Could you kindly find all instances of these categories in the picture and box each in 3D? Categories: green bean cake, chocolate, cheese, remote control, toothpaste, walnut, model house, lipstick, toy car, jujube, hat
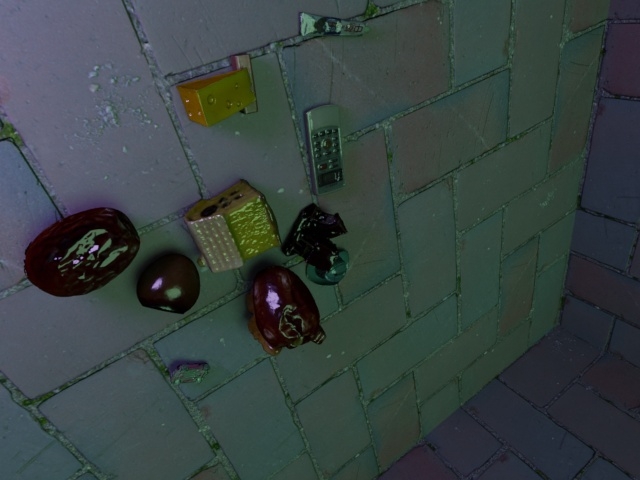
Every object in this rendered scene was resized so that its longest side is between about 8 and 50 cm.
[{"bbox_3d":[-0.051,0.308,1.516,0.135,0.135,0.056,34,94,-42],"label":"green bean cake"},{"bbox_3d":[-0.418,0.117,1.160,0.176,0.177,0.177,-16,121,-29],"label":"chocolate"},{"bbox_3d":[-0.247,-0.366,1.047,0.171,0.126,0.093,-32,128,-23],"label":"cheese"},{"bbox_3d":[0.018,-0.286,1.329,0.123,0.038,0.285,-20,123,-25],"label":"remote control"},{"bbox_3d":[0.045,-0.609,1.187,0.233,0.038,0.060,-11,117,-28],"label":"toothpaste"},{"bbox_3d":[-0.135,0.226,1.358,0.244,0.269,0.221,-29,163,28],"label":"walnut"},{"bbox_3d":[-0.004,-0.007,1.374,0.141,0.164,0.203,14,102,-44],"label":"model house"},{"bbox_3d":[-0.201,-0.415,1.103,0.045,0.045,0.145,-19,123,-24],"label":"lipstick"},{"bbox_3d":[-0.429,0.432,1.364,0.142,0.055,0.069,16,111,-50],"label":"toy car"},{"bbox_3d":[-0.561,0.030,0.984,0.243,0.183,0.183,-30,128,-6],"label":"jujube"},{"bbox_3d":[0.046,0.107,1.521,0.191,0.078,0.138,-9,119,-32],"label":"hat"},{"bbox_3d":[-0.256,-0.028,1.174,0.234,0.175,0.193,-33,128,-22],"label":"model house"}]
